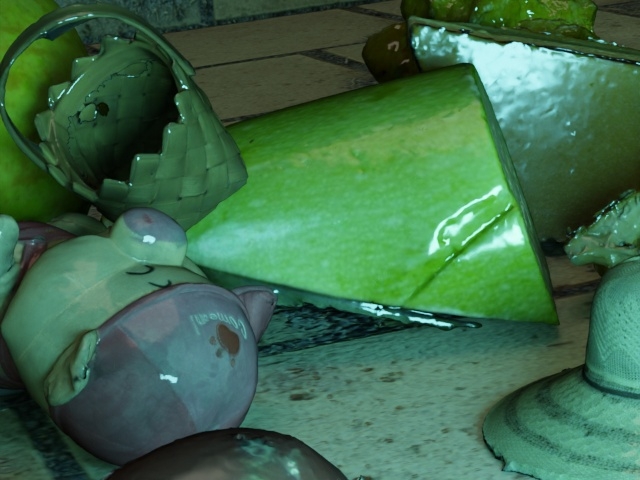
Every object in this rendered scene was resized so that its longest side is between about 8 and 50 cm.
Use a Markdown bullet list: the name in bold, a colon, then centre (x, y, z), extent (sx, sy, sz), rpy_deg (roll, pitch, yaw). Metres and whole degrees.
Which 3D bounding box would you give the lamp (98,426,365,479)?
- **lamp**: centre (-0.046, 0.157, 0.817), extent (0.157, 0.135, 0.156), rpy_deg (-30, -20, 7)

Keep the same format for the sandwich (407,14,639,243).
- **sandwich**: centre (0.164, -0.085, 1.592), extent (0.220, 0.186, 0.108), rpy_deg (10, 13, -4)

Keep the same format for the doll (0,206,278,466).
- **doll**: centre (-0.142, 0.049, 1.212), extent (0.196, 0.152, 0.256), rpy_deg (-25, 37, -39)

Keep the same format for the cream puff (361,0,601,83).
- **cream puff**: centre (0.155, -0.150, 1.771), extent (0.196, 0.244, 0.244), rpy_deg (16, -3, -38)

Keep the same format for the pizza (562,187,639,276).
- **pizza**: centre (0.299, -0.037, 1.388), extent (0.223, 0.089, 0.323), rpy_deg (-31, -7, -39)

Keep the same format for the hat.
- **hat**: centre (0.216, 0.060, 1.130), extent (0.252, 0.110, 0.252), rpy_deg (-5, 14, 1)

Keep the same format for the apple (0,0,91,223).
- **apple**: centre (-0.339, -0.092, 1.505), extent (0.339, 0.340, 0.339), rpy_deg (-6, 13, 1)

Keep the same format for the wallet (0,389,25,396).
- **wallet**: centre (-0.176, 0.058, 1.400), extent (0.231, 0.069, 0.170), rpy_deg (-10, 19, -17)

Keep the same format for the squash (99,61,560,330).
- **squash**: centre (0.000, 0.000, 1.430), extent (0.309, 0.210, 0.233), rpy_deg (-20, 11, 8)

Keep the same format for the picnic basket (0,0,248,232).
- **picnic basket**: centre (-0.145, -0.089, 1.311), extent (0.128, 0.178, 0.138), rpy_deg (-38, 44, 3)
